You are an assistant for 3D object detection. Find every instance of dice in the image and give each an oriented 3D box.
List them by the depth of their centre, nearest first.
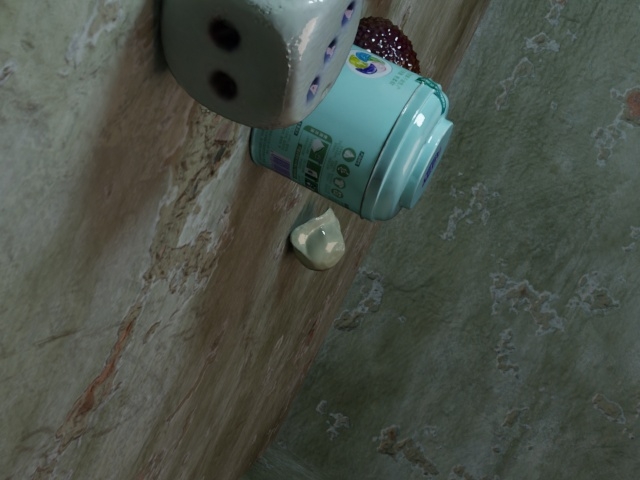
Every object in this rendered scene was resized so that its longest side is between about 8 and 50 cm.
[{"bbox_3d":[-0.069,-0.266,0.954,0.193,0.194,0.192,-56,169,-39],"label":"dice"}]

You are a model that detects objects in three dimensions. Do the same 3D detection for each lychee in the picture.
[{"bbox_3d":[0.121,-0.363,1.648,0.188,0.188,0.188,-58,169,-19],"label":"lychee"}]

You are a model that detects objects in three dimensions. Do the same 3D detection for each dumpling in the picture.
[{"bbox_3d":[0.000,0.000,2.108,0.162,0.132,0.250,-52,153,-6],"label":"dumpling"}]

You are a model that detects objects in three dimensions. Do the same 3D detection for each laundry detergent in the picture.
[{"bbox_3d":[0.071,-0.202,1.458,0.287,0.305,0.287,-59,169,-18],"label":"laundry detergent"}]
